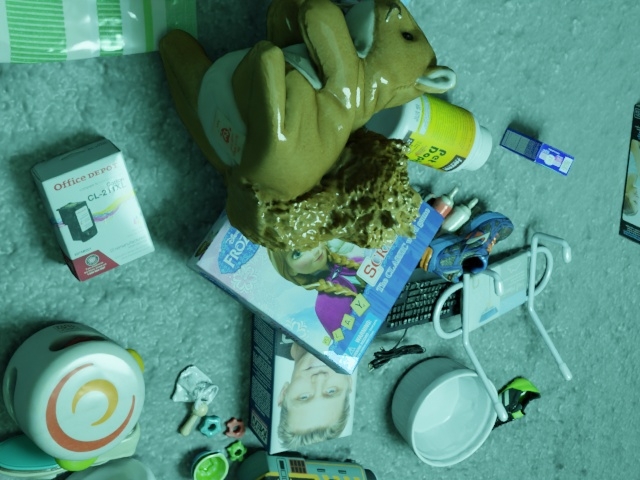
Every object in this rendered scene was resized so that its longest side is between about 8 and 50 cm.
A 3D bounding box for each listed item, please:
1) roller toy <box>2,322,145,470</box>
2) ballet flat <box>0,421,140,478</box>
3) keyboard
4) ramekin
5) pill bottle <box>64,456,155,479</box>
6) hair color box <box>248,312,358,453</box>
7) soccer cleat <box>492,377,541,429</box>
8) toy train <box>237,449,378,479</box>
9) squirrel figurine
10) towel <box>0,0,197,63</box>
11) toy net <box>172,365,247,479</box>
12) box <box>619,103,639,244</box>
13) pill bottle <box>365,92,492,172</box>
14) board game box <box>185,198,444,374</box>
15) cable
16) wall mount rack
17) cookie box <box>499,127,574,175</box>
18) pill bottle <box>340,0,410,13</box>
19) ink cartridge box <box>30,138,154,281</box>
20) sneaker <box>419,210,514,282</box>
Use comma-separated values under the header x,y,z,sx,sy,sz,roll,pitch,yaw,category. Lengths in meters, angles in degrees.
x,y,z,sx,sy,sz,roll,pitch,yaw,category
-0.383,0.228,1.528,0.209,0.146,0.191,-51,127,-14,roller toy
-0.414,0.349,1.608,0.248,0.086,0.086,-9,115,-27,ballet flat
0.173,0.141,1.814,0.317,0.033,0.201,-7,119,-50,keyboard
0.238,0.330,1.951,0.207,0.109,0.207,-12,116,-26,ramekin
-0.330,0.542,1.672,0.176,0.176,0.318,-22,119,-21,pill bottle
-0.026,0.190,1.743,0.174,0.105,0.347,-8,114,-27,hair color box
0.383,0.358,2.067,0.179,0.072,0.060,-39,124,-10,soccer cleat
-0.007,0.492,1.835,0.334,0.190,0.142,13,142,-37,toy train
0.018,-0.180,1.475,0.370,0.281,0.397,-24,109,-32,squirrel figurine
-0.331,-0.376,1.372,0.325,0.038,0.248,-13,118,-27,towel
-0.189,0.322,1.740,0.122,0.045,0.232,-19,118,-22,toy net
0.726,-0.142,2.045,0.169,0.087,0.290,-11,115,-26,box
0.192,-0.187,1.700,0.215,0.117,0.117,15,102,-33,pill bottle
0.000,0.000,1.599,0.318,0.066,0.318,36,74,-17,board game box
0.178,0.023,1.804,0.139,0.072,0.287,33,90,-45,cable
0.379,0.158,1.911,0.350,0.130,0.304,-21,119,-34,wall mount rack
0.403,-0.166,1.837,0.092,0.107,0.040,19,101,-33,cookie box
0.113,-0.413,1.579,0.160,0.087,0.087,-50,125,-2,pill bottle
-0.341,-0.046,1.480,0.127,0.072,0.175,-25,121,-18,ink cartridge box
0.278,0.020,1.787,0.221,0.087,0.083,-28,147,-32,sneaker
